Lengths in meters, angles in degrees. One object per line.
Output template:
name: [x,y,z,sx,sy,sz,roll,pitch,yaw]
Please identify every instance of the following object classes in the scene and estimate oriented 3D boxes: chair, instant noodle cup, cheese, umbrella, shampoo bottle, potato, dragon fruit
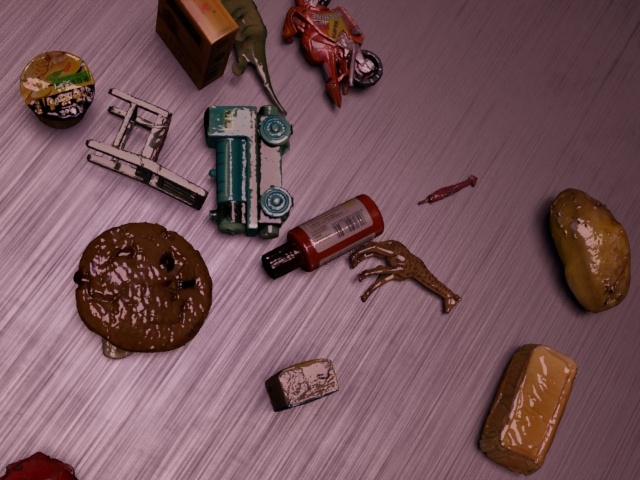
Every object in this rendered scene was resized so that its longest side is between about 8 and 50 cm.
chair: [-0.345,-0.193,1.879,0.270,0.136,0.147,23,75,-8]
instant noodle cup: [-0.549,-0.304,1.858,0.151,0.122,0.152,4,76,-16]
cheese: [-0.424,0.149,1.837,0.064,0.043,0.194,-3,79,-17]
umbrella: [0.304,-0.117,2.094,0.165,0.025,0.027,-24,64,-20]
shampoo bottle: [0.000,0.000,1.946,0.278,0.104,0.104,-27,87,-19]
potato: [0.639,0.017,2.092,0.172,0.140,0.300,-19,88,-13]
dragon fruit: [-0.529,0.498,1.675,0.172,0.172,0.210,-20,71,-18]

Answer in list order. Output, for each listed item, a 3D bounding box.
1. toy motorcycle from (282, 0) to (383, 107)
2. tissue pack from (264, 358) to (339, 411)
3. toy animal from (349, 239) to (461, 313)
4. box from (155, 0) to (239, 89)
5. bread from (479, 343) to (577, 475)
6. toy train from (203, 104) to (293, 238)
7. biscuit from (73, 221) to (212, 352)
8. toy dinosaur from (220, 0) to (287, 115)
toy motorcycle: [0.016,-0.464,2.055,0.171,0.089,0.298,-34,89,-17]
tissue pack: [-0.040,0.299,1.842,0.120,0.169,0.082,-15,80,-16]
toy animal: [0.193,0.078,2.010,0.275,0.054,0.149,10,79,-13]
box: [-0.267,-0.449,1.879,0.076,0.274,0.174,-37,90,-16]
bread: [0.471,0.372,1.986,0.152,0.119,0.288,27,72,-5]
toy train: [-0.157,-0.151,1.936,0.194,0.120,0.298,0,79,-7]
biscuit: [-0.356,0.095,1.822,0.295,0.075,0.296,9,71,-28]
toy dinosaur: [-0.159,-0.519,2.052,0.447,0.087,0.301,62,30,-19]
